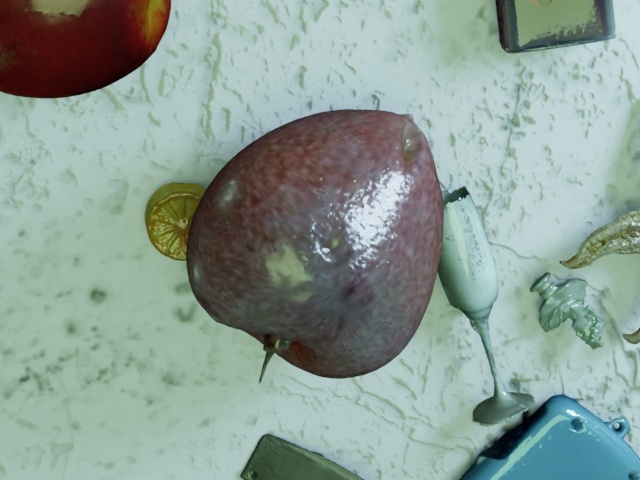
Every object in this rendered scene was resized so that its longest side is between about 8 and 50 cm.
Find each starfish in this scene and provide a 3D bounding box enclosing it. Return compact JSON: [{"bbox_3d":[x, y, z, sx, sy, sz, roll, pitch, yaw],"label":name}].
[{"bbox_3d":[0.352,-0.017,1.711,0.138,0.050,0.247,26,92,-11],"label":"starfish"}]

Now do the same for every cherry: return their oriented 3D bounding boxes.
[{"bbox_3d":[0.000,0.000,1.620,0.261,0.221,0.307,31,89,-29],"label":"cherry"}]

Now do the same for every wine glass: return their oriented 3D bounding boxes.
[{"bbox_3d":[0.164,0.065,1.726,0.074,0.074,0.262,-16,106,1],"label":"wine glass"}]

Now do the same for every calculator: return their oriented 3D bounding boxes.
[{"bbox_3d":[0.236,0.300,1.803,0.173,0.051,0.293,42,100,-10],"label":"calculator"}]

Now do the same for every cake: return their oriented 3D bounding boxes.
[{"bbox_3d":[-0.144,-0.021,1.696,0.084,0.044,0.084,-1,107,-2],"label":"cake"}]

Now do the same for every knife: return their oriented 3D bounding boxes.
[{"bbox_3d":[0.031,0.294,1.783,0.245,0.019,0.072,30,103,4],"label":"knife"}]

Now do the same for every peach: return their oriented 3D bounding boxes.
[{"bbox_3d":[-0.262,-0.252,1.545,0.243,0.199,0.243,0,97,3],"label":"peach"}]

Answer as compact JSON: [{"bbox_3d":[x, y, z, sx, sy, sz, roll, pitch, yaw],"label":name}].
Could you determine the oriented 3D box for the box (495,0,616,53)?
[{"bbox_3d":[0.228,-0.308,1.624,0.120,0.069,0.224,-7,105,-1],"label":"box"}]

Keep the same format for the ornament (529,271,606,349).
[{"bbox_3d":[0.268,0.074,1.748,0.092,0.041,0.068,18,99,2],"label":"ornament"}]
